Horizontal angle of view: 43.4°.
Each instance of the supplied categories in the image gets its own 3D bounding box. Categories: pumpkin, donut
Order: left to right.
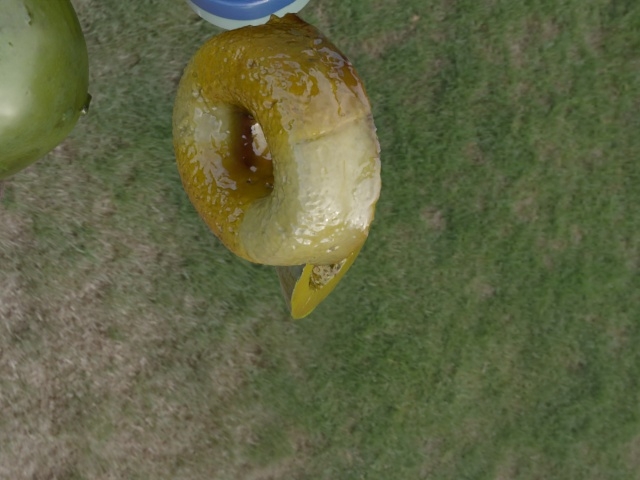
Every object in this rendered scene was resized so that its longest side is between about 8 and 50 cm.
[{"bbox_3d":[-0.041,-0.065,0.562,0.075,0.190,0.174,-8,143,-36],"label":"donut"},{"bbox_3d":[-0.013,-0.006,1.166,0.110,0.217,0.217,38,74,16],"label":"pumpkin"}]

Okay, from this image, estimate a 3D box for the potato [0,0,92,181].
[{"bbox_3d":[-0.291,-0.158,0.507,0.304,0.216,0.215,46,74,-31],"label":"potato"}]

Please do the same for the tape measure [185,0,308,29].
[{"bbox_3d":[-0.160,-0.352,1.027,0.351,0.098,0.215,-29,80,-3],"label":"tape measure"}]

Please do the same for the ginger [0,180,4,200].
[{"bbox_3d":[-0.390,-0.077,0.683,0.290,0.084,0.122,34,66,-68],"label":"ginger"}]
